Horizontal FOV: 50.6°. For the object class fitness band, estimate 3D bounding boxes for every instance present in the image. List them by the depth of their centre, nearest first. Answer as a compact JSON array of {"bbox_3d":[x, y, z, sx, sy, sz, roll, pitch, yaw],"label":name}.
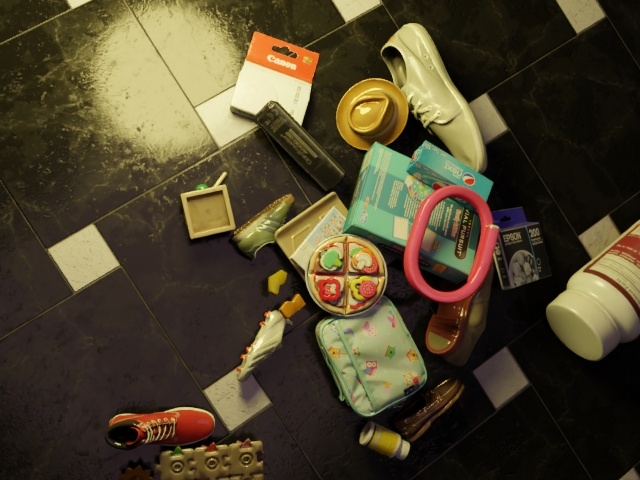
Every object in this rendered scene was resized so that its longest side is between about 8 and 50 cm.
[{"bbox_3d":[0.317,0.010,1.646,0.209,0.054,0.291,19,83,-11],"label":"fitness band"}]

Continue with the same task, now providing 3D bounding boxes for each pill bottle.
[{"bbox_3d":[0.162,0.503,1.691,0.116,0.065,0.065,27,78,-8],"label":"pill bottle"},{"bbox_3d":[0.810,0.129,1.805,0.392,0.224,0.224,-36,92,-14],"label":"pill bottle"}]

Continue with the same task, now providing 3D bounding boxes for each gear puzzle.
[{"bbox_3d":[-0.301,0.559,1.586,0.339,0.044,0.175,-3,99,-11],"label":"gear puzzle"}]

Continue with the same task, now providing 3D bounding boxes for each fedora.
[{"bbox_3d":[0.129,-0.328,1.748,0.194,0.079,0.194,1,96,12],"label":"fedora"}]

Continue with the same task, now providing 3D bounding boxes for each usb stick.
[{"bbox_3d":[-0.048,-0.236,1.716,0.077,0.045,0.278,-41,107,15],"label":"usb stick"}]

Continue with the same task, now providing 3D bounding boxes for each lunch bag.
[{"bbox_3d":[0.122,0.291,1.686,0.224,0.108,0.279,-26,89,-15],"label":"lunch bag"}]

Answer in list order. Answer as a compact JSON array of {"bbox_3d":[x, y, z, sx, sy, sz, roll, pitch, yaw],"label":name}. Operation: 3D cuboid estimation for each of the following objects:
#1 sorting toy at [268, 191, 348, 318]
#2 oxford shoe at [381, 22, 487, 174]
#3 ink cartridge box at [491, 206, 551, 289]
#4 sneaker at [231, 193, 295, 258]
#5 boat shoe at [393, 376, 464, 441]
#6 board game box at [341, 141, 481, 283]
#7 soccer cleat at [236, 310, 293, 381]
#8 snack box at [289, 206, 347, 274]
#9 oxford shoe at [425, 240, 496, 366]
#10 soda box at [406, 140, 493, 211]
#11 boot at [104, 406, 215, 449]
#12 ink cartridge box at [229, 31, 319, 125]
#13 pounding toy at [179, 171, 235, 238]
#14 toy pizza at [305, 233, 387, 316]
[{"bbox_3d":[-0.016,0.047,1.704,0.307,0.041,0.229,-36,96,-24],"label":"sorting toy"},{"bbox_3d":[0.293,-0.358,1.781,0.130,0.169,0.449,-26,83,-15],"label":"oxford shoe"},{"bbox_3d":[0.526,0.013,1.802,0.206,0.045,0.208,-10,84,-43],"label":"ink cartridge box"},{"bbox_3d":[-0.128,-0.030,1.700,0.192,0.064,0.086,-39,108,-19],"label":"sneaker"},{"bbox_3d":[0.276,0.417,1.724,0.207,0.073,0.073,-41,95,-14],"label":"boat shoe"},{"bbox_3d":[0.246,-0.069,1.741,0.336,0.079,0.253,23,63,-11],"label":"board game box"},{"bbox_3d":[-0.137,0.264,1.655,0.076,0.068,0.196,32,74,-10],"label":"soccer cleat"},{"bbox_3d":[0.000,0.000,1.682,0.064,0.022,0.178,44,67,-12],"label":"snack box"},{"bbox_3d":[0.386,0.163,1.781,0.130,0.123,0.348,42,69,-37],"label":"oxford shoe"},{"bbox_3d":[0.329,-0.162,1.725,0.210,0.067,0.071,30,63,-7],"label":"soda box"},{"bbox_3d":[-0.356,0.430,1.526,0.244,0.176,0.088,0,81,-14],"label":"boot"},{"bbox_3d":[-0.114,-0.415,1.750,0.189,0.066,0.232,17,84,-10],"label":"ink cartridge box"},{"bbox_3d":[-0.273,-0.088,1.661,0.130,0.100,0.141,-13,97,-14],"label":"pounding toy"},{"bbox_3d":[0.064,0.083,1.635,0.201,0.032,0.201,1,82,-5],"label":"toy pizza"}]
